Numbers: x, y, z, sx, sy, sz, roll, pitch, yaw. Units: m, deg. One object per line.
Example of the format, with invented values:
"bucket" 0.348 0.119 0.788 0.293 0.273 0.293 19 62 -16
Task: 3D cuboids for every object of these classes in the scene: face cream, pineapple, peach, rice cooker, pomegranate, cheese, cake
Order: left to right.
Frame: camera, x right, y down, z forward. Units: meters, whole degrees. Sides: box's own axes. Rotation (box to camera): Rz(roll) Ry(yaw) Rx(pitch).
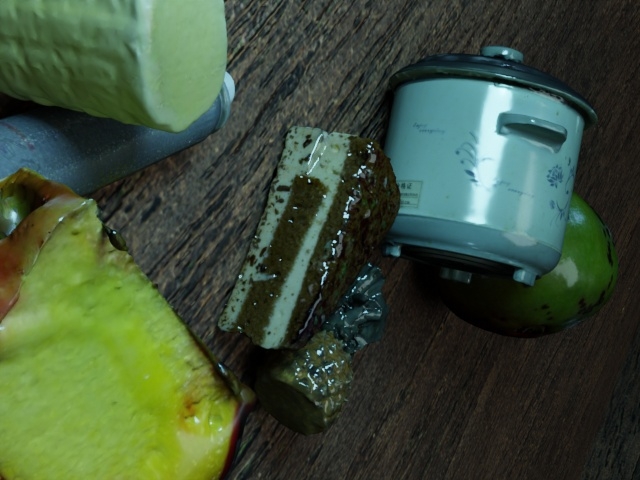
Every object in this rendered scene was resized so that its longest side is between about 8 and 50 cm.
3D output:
"peach" -0.161 0.081 0.541 0.159 0.154 0.267 -46 139 -12
"cheese" -0.150 -0.143 0.561 0.094 0.167 0.123 -35 133 -55
"face cream" -0.163 -0.083 0.656 0.283 0.073 0.073 -36 131 -49
"cake" -0.002 0.011 0.931 0.135 0.112 0.246 38 68 -60
"pineapple" 0.012 0.118 1.012 0.237 0.111 0.119 -53 173 -44
"rice cooker" 0.198 -0.099 1.070 0.264 0.316 0.316 14 89 -16
"pomegranate" 0.329 -0.004 1.326 0.291 0.291 0.323 49 59 -55
